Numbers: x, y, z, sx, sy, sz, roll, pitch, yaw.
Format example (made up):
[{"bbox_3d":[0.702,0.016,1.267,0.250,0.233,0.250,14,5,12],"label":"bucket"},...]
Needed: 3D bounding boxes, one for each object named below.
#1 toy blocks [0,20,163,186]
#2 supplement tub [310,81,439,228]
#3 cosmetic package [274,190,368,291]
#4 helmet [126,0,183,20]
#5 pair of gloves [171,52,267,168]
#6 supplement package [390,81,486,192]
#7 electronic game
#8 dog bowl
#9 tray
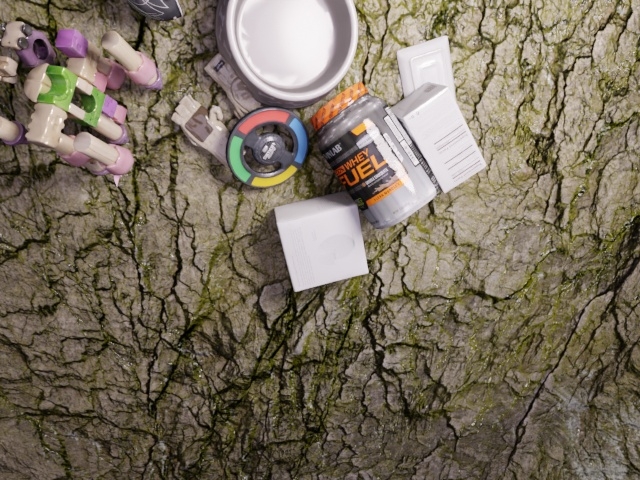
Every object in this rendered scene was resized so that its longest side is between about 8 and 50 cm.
[{"bbox_3d":[-0.537,-0.301,0.983,0.309,0.260,0.288,10,83,11],"label":"toy blocks"},{"bbox_3d":[0.134,-0.216,1.091,0.207,0.207,0.338,-35,96,7],"label":"supplement tub"},{"bbox_3d":[0.000,0.000,1.229,0.225,0.138,0.224,-14,115,-5],"label":"cosmetic package"},{"bbox_3d":[-0.358,-0.566,0.903,0.169,0.169,0.161,28,91,-20],"label":"helmet"},{"bbox_3d":[-0.245,-0.333,1.092,0.204,0.042,0.240,37,101,-18],"label":"pair of gloves"},{"bbox_3d":[0.309,-0.274,1.126,0.134,0.139,0.244,-34,116,7],"label":"supplement package"},{"bbox_3d":[-0.136,-0.240,1.112,0.229,0.048,0.229,-17,133,-19],"label":"electronic game"},{"bbox_3d":[-0.070,-0.489,0.996,0.349,0.102,0.348,-5,109,-15],"label":"dog bowl"},{"bbox_3d":[0.306,-0.401,1.163,0.145,0.030,0.270,-19,116,-2],"label":"tray"}]
